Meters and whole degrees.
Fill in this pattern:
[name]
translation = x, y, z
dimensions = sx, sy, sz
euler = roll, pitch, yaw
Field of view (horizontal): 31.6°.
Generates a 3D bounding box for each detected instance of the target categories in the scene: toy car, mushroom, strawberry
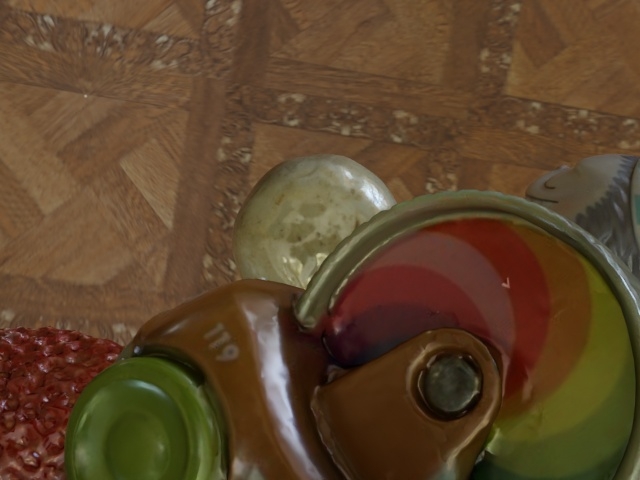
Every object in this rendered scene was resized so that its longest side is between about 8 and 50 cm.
[toy car]
translation = 0.041, 0.087, 0.448
dimensions = 0.235, 0.145, 0.235
euler = -4, 81, 27
[mushroom]
translation = 0.000, 0.000, 1.088
dimensions = 0.166, 0.127, 0.166
euler = 0, 90, 6
[strawberry]
translation = -0.307, 0.236, 1.208
dimensions = 0.310, 0.292, 0.291
euler = 5, 97, 21

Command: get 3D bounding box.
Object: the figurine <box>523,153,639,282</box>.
[figurine]
translation = 0.365, 0.033, 1.259
dimensions = 0.266, 0.378, 0.361
euler = 23, 49, -21
